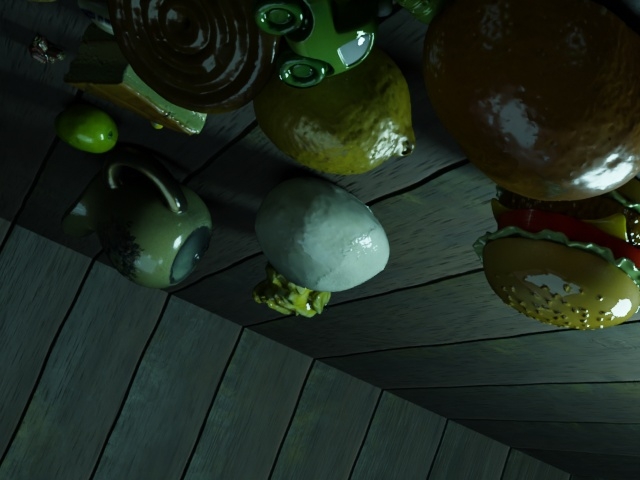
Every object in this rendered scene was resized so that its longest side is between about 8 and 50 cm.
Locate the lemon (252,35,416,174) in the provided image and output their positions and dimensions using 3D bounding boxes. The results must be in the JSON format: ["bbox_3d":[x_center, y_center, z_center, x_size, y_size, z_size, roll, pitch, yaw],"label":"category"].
[{"bbox_3d":[0.014,-0.186,1.413,0.256,0.188,0.188,30,164,-3],"label":"lemon"}]

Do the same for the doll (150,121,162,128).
[{"bbox_3d":[-0.300,-0.258,1.830,0.113,0.071,0.135,33,167,37],"label":"doll"}]

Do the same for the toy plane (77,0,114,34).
[{"bbox_3d":[-0.205,-0.298,1.473,0.256,0.104,0.242,26,166,-15],"label":"toy plane"}]

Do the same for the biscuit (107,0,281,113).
[{"bbox_3d":[-0.166,-0.278,1.343,0.261,0.037,0.262,16,125,24],"label":"biscuit"}]

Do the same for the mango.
[{"bbox_3d":[-0.463,-0.222,2.112,0.117,0.089,0.163,20,178,-24],"label":"mango"}]

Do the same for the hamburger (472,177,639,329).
[{"bbox_3d":[0.366,0.020,1.578,0.274,0.212,0.274,20,165,6],"label":"hamburger"}]

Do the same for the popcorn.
[{"bbox_3d":[-0.041,0.078,2.342,0.169,0.189,0.218,25,163,-3],"label":"popcorn"}]

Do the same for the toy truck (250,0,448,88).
[{"bbox_3d":[0.022,-0.283,1.188,0.210,0.148,0.187,-16,146,28],"label":"toy truck"}]

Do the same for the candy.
[{"bbox_3d":[0.000,0.000,2.052,0.295,0.185,0.295,25,166,7],"label":"candy"}]

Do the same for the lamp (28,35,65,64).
[{"bbox_3d":[-0.488,-0.331,1.871,0.063,0.031,0.083,31,166,-27],"label":"lamp"}]

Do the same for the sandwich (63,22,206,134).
[{"bbox_3d":[-0.279,-0.255,1.694,0.144,0.117,0.187,9,162,45],"label":"sandwich"}]

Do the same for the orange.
[{"bbox_3d":[0.268,-0.169,1.222,0.274,0.275,0.310,9,-162,38],"label":"orange"}]

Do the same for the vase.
[{"bbox_3d":[-0.398,-0.074,2.329,0.302,0.241,0.329,31,139,15],"label":"vase"}]
